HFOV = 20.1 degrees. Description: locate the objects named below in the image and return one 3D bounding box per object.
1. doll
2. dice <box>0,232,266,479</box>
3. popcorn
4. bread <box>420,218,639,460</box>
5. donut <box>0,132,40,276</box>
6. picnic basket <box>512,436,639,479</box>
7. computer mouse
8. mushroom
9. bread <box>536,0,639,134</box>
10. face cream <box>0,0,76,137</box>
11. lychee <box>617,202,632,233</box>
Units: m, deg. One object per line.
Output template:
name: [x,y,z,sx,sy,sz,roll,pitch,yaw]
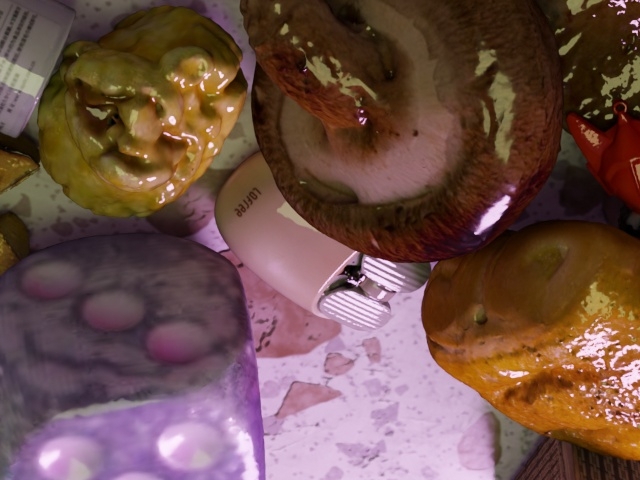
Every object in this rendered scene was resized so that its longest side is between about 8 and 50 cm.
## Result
doll: [0.310,-0.057,1.737,0.109,0.057,0.169,-13,103,23]
dice: [-0.203,0.169,1.873,0.271,0.270,0.270,-6,129,-7]
popcorn: [-0.174,-0.116,1.771,0.226,0.203,0.200,-18,118,4]
bread: [0.285,0.117,1.825,0.337,0.328,0.148,32,72,-22]
donut: [-0.365,-0.047,1.893,0.146,0.078,0.181,9,126,-3]
picnic basket: [0.374,0.350,2.014,0.313,0.228,0.175,26,119,-12]
computer mouse: [0.000,0.000,1.905,0.236,0.082,0.145,37,113,-17]
mushroom: [0.083,-0.139,1.713,0.239,0.345,0.345,-35,119,-20]
bread: [0.303,-0.201,1.762,0.230,0.123,0.230,-1,121,-2]
face cream: [-0.432,-0.240,1.743,0.370,0.145,0.145,26,117,-12]
lychee: [0.385,-0.007,1.849,0.165,0.165,0.197,0,140,1]
